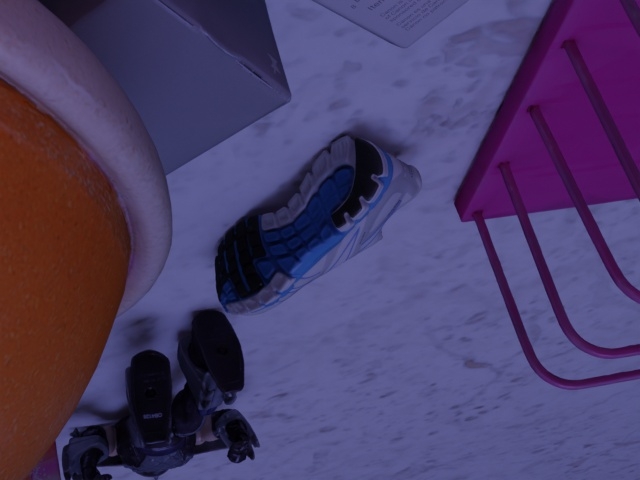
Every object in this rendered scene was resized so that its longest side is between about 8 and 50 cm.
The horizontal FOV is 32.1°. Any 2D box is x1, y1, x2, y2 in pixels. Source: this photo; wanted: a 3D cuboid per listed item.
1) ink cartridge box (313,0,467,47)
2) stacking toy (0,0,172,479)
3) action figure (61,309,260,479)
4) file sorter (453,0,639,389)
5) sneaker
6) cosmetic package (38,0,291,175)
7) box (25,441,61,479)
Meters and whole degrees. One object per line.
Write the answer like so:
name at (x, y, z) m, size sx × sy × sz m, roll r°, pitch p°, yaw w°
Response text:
ink cartridge box at (0.012, -0.188, 0.453) m, size 0.158 × 0.092 × 0.217 m, roll -35°, pitch 149°, yaw 30°
stacking toy at (-0.237, 0.150, 0.308) m, size 0.350 × 0.480 × 0.351 m, roll 3°, pitch 154°, yaw 1°
action figure at (-0.144, 0.172, 1.016) m, size 0.185 × 0.099 × 0.285 m, roll -15°, pitch 157°, yaw -21°
file sorter at (0.248, -0.042, 0.747) m, size 0.202 × 0.182 × 0.291 m, roll -8°, pitch 151°, yaw -16°
sneaker at (0.000, 0.000, 0.814) m, size 0.190 × 0.071 × 0.083 m, roll -36°, pitch 152°, yaw 33°
cosmetic package at (-0.149, -0.075, 0.563) m, size 0.238 × 0.107 × 0.127 m, roll -30°, pitch 148°, yaw 18°
box at (-0.385, 0.246, 0.957) m, size 0.299 × 0.154 × 0.142 m, roll 3°, pitch 146°, yaw -31°
